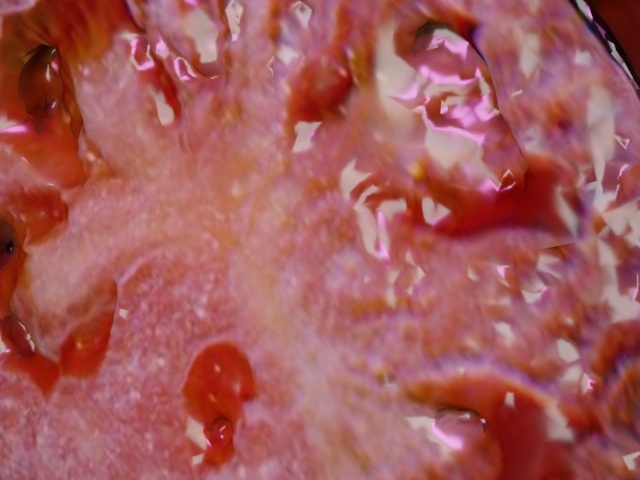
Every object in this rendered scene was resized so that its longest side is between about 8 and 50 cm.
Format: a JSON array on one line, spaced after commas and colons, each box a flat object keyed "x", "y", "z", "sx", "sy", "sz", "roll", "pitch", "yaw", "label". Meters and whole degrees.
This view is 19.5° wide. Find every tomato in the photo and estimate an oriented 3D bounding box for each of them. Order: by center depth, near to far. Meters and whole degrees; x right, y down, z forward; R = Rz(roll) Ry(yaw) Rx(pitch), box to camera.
[{"x": 0.003, "y": 0.000, "z": 0.420, "sx": 0.225, "sy": 0.085, "sz": 0.225, "roll": 15, "pitch": 114, "yaw": 36, "label": "tomato"}]
